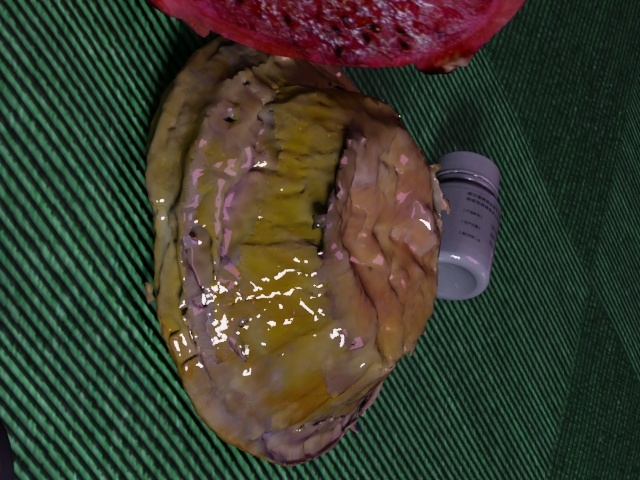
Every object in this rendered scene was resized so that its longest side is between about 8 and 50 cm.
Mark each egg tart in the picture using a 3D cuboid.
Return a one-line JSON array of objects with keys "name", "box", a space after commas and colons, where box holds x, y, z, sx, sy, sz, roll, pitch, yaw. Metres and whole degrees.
[{"name": "egg tart", "box": [0.000, 0.000, 1.246, 0.352, 0.150, 0.351, 11, 77, -58]}]

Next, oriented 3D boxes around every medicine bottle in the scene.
[{"name": "medicine bottle", "box": [0.130, -0.016, 1.540, 0.080, 0.080, 0.130, 52, 41, -43]}]

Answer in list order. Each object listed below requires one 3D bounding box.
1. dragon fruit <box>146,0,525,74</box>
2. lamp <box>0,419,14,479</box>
[{"name": "dragon fruit", "box": [0.002, -0.300, 1.073, 0.371, 0.386, 0.249, 35, 59, -13]}, {"name": "lamp", "box": [-0.305, 0.136, 0.728, 0.371, 0.130, 0.108, -10, 131, -57]}]
